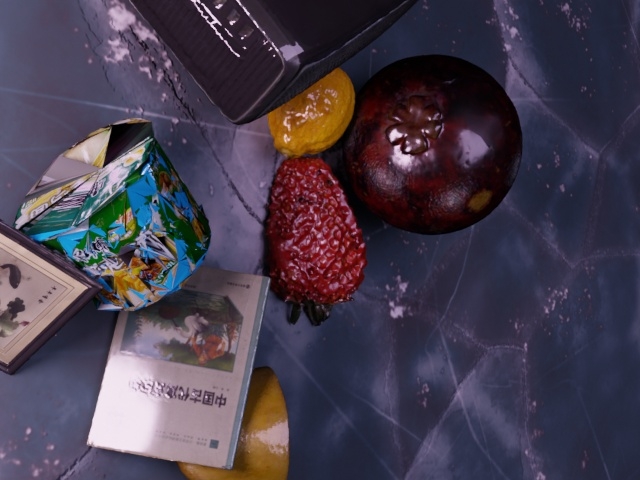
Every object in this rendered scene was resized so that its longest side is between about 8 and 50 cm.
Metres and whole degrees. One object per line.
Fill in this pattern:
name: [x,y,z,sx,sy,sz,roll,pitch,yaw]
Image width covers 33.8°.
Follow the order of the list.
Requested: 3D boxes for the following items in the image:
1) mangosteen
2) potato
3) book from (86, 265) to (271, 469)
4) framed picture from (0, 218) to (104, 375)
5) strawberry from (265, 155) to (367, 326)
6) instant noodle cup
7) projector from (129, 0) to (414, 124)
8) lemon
mangosteen: [0.198,-0.153,1.800,0.359,0.306,0.306,31,64,-67]
potato: [-0.142,0.291,1.554,0.158,0.178,0.204,4,107,-25]
book: [-0.198,0.171,1.503,0.214,0.025,0.283,8,75,4]
framed picture: [-0.411,0.070,1.335,0.199,0.195,0.010,37,20,-33]
strawberry: [0.000,0.000,1.723,0.188,0.106,0.286,-10,93,-43]
instant noodle cup: [-0.268,-0.025,1.422,0.178,0.240,0.240,54,55,-31]
projector: [-0.078,-0.429,1.541,0.395,0.242,0.405,51,55,-3]
lemon: [-0.018,-0.213,1.698,0.142,0.142,0.187,35,72,-34]
